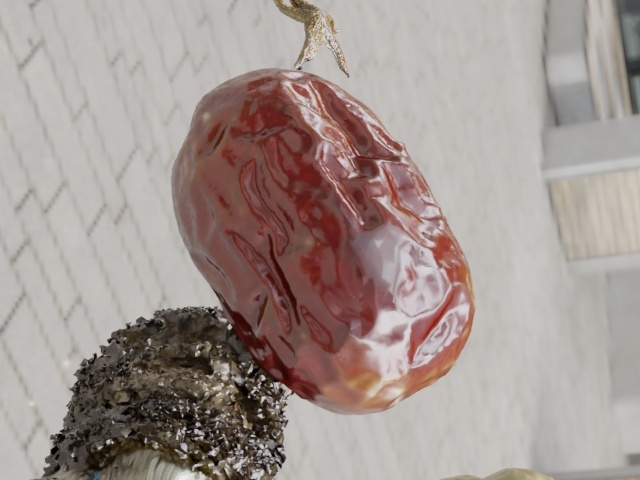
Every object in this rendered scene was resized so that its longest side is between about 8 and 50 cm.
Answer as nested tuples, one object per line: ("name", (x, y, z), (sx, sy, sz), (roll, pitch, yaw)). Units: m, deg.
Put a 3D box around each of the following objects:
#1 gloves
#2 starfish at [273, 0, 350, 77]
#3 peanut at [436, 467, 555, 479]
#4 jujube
("gloves", (-0.128, 0.167, 1.025), (0.312, 0.210, 0.135), (-54, 134, -54))
("starfish", (-0.005, -0.236, 1.510), (0.133, 0.041, 0.130), (36, 35, -19))
("peanut", (0.186, 0.331, 1.525), (0.290, 0.130, 0.130), (151, -63, -65))
("jujube", (0.000, 0.000, 0.915), (0.250, 0.174, 0.174), (63, 13, 13))
